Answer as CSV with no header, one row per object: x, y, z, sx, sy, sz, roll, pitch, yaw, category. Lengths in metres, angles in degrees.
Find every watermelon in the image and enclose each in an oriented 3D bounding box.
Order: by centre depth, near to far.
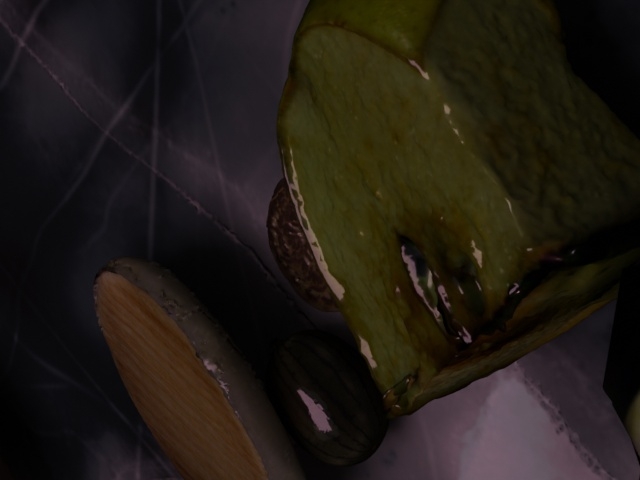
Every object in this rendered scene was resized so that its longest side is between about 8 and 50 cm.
0.004,0.112,1.366,0.110,0.078,0.078,55,137,12,watermelon

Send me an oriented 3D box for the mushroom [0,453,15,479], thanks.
-0.432,0.296,1.718,0.362,0.294,0.362,21,124,35,mushroom

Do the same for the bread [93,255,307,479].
-0.088,0.124,1.432,0.267,0.040,0.267,47,157,27,bread

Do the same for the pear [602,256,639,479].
0.343,0.130,0.974,0.399,0.165,0.399,21,123,37,pear

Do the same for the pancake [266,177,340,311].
-0.001,0.000,1.363,0.115,0.011,0.115,21,122,37,pancake

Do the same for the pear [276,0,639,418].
0.078,-0.052,1.161,0.255,0.164,0.238,57,147,15,pear
